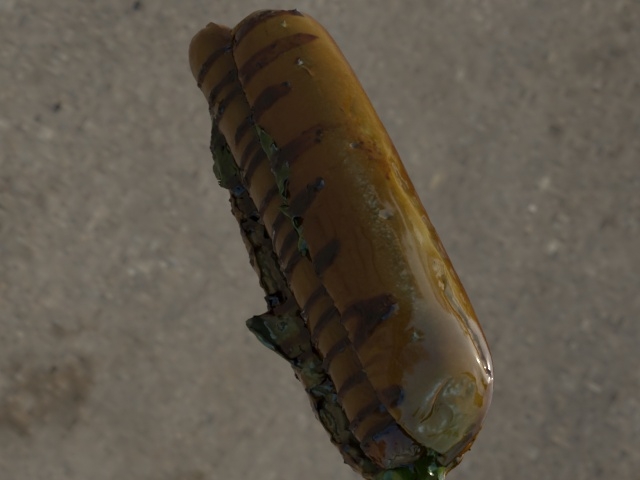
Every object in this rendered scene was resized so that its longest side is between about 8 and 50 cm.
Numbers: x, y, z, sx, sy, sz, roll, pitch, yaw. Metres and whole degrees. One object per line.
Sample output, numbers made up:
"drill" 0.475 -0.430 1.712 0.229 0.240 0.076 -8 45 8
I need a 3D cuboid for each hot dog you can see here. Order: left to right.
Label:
"hot dog" 0.000 0.000 0.393 0.037 0.122 0.049 -9 145 -28
